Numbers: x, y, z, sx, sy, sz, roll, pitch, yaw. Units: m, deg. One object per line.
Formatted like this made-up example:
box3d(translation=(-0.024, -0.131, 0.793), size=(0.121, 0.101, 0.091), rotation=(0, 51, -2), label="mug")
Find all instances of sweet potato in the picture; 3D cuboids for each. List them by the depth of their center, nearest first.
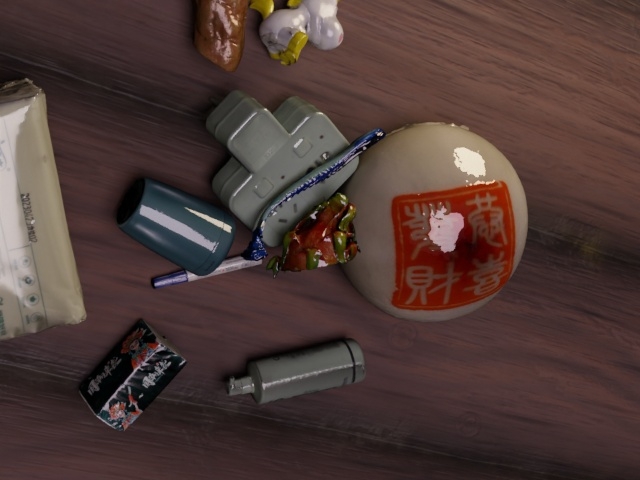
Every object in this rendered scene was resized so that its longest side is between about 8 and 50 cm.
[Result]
box3d(translation=(-0.166, -0.398, 1.863), size=(0.097, 0.097, 0.251), rotation=(-8, 106, -22), label="sweet potato")

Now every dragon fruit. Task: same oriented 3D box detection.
box3d(translation=(0.000, 0.000, 1.981), size=(0.142, 0.138, 0.175), rotation=(17, 91, -30), label="dragon fruit")

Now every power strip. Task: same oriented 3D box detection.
box3d(translation=(-0.095, -0.149, 1.975), size=(0.229, 0.141, 0.261), rotation=(-47, 134, -3), label="power strip")

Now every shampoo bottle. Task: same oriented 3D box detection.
box3d(translation=(-0.049, 0.247, 2.133), size=(0.263, 0.085, 0.085), rotation=(-11, 111, -22), label="shampoo bottle")

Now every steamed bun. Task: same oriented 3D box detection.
box3d(translation=(0.215, -0.019, 2.084), size=(0.375, 0.241, 0.374), rotation=(-9, 114, -22), label="steamed bun")

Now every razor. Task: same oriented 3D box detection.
box3d(translation=(-0.017, -0.090, 1.950), size=(0.324, 0.093, 0.056), rotation=(-44, 101, -10), label="razor")

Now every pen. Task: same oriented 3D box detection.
box3d(translation=(-0.198, 0.053, 2.035), size=(0.204, 0.025, 0.025), rotation=(-14, 112, -20), label="pen")

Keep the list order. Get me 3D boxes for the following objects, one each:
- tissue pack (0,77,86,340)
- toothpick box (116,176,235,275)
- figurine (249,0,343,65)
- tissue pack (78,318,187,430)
box3d(translation=(-0.532, -0.036, 1.743), size=(0.297, 0.207, 0.380), rotation=(-12, 111, -19), label="tissue pack")
box3d(translation=(-0.246, -0.027, 1.933), size=(0.184, 0.120, 0.120), rotation=(28, 94, -27), label="toothpick box")
box3d(translation=(-0.023, -0.376, 1.941), size=(0.178, 0.109, 0.129), rotation=(-25, 94, -19), label="figurine")
box3d(translation=(-0.325, 0.234, 1.993), size=(0.170, 0.103, 0.090), rotation=(-50, 127, -2), label="tissue pack")
